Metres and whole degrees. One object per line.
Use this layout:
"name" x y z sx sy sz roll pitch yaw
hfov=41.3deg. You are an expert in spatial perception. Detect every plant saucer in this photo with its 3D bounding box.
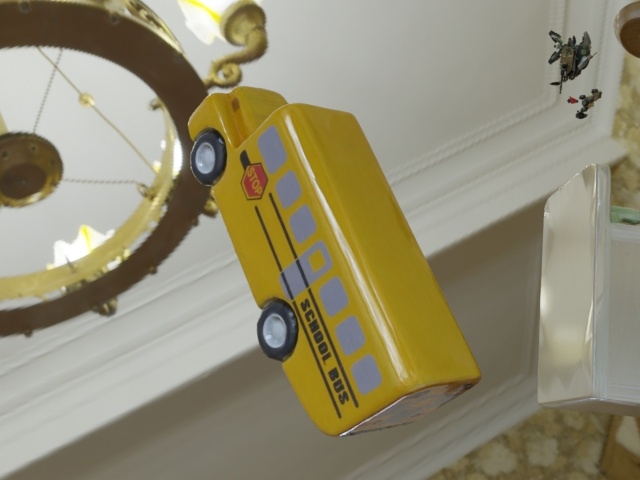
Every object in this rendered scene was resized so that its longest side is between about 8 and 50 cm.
"plant saucer" 0.363 -0.227 0.940 0.015 0.083 0.083 -56 -31 -26

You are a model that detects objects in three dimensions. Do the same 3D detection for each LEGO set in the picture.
"LEGO set" 0.202 -0.133 0.666 0.024 0.083 0.054 -3 -16 -17

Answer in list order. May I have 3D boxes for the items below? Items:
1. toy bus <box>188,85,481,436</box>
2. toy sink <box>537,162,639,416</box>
"toy bus" 0.000 0.000 0.734 0.108 0.332 0.130 2 -34 -45
"toy sink" 0.314 0.057 0.873 0.131 0.234 0.153 7 -15 -4
